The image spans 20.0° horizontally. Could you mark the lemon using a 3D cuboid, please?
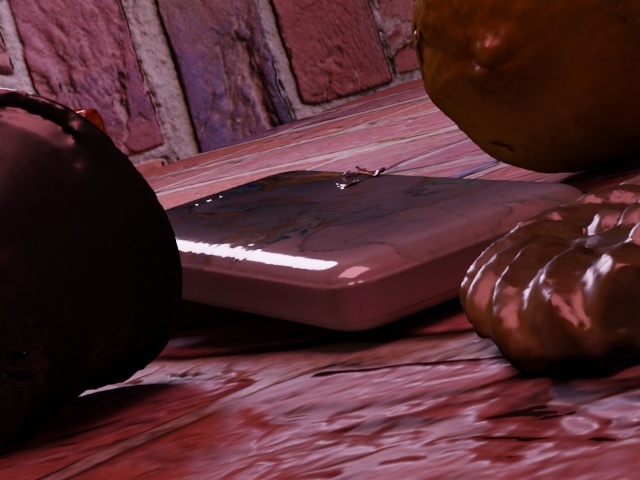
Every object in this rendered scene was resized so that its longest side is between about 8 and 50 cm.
[{"bbox_3d":[0.158,-0.140,1.125,0.192,0.192,0.231,-12,15,44],"label":"lemon"}]

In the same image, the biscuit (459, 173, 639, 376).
[{"bbox_3d":[0.160,-0.012,0.697,0.273,0.036,0.187,-21,7,-27],"label":"biscuit"}]

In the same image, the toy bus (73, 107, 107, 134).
[{"bbox_3d":[-0.329,-0.003,1.530,0.329,0.143,0.153,-14,7,20],"label":"toy bus"}]

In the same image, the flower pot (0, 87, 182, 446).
[{"bbox_3d":[-0.154,0.024,0.814,0.157,0.157,0.107,-14,21,33],"label":"flower pot"}]

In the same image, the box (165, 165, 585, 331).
[{"bbox_3d":[0.000,0.000,0.900,0.142,0.044,0.285,-21,14,-27],"label":"box"}]

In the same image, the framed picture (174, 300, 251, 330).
[{"bbox_3d":[-0.030,0.016,1.055,0.168,0.023,0.128,-23,7,-42],"label":"framed picture"}]

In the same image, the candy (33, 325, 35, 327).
[{"bbox_3d":[-0.190,0.039,1.077,0.203,0.078,0.141,-32,-5,-1],"label":"candy"}]
